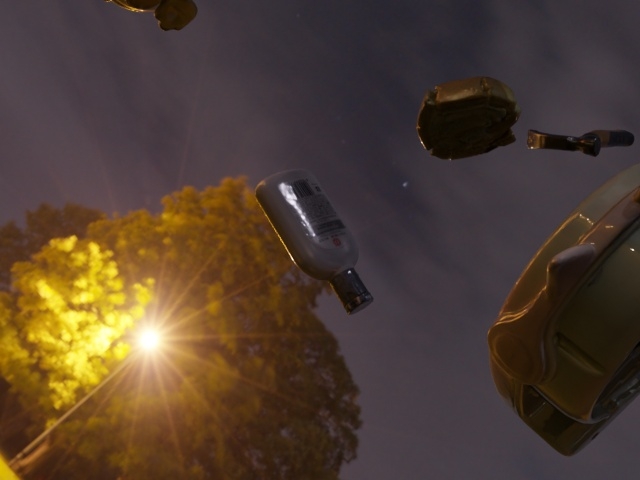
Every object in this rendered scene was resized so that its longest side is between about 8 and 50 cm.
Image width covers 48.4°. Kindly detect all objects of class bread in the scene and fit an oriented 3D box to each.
[{"bbox_3d":[0.224,-0.185,1.081,0.156,0.064,0.117,-13,-53,19],"label":"bread"}]

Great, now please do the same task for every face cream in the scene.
[{"bbox_3d":[0.000,0.000,1.297,0.291,0.144,0.071,56,-42,15],"label":"face cream"}]

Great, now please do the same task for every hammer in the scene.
[{"bbox_3d":[0.287,-0.108,0.761,0.078,0.201,0.021,13,-74,37],"label":"hammer"}]

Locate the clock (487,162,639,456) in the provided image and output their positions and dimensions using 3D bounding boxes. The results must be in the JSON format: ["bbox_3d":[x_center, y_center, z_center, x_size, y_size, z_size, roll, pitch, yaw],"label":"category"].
[{"bbox_3d":[0.272,0.055,0.644,0.108,0.265,0.324,45,-4,32],"label":"clock"}]

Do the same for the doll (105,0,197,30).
[{"bbox_3d":[-0.244,-0.345,0.822,0.296,0.117,0.141,40,14,33],"label":"doll"}]
